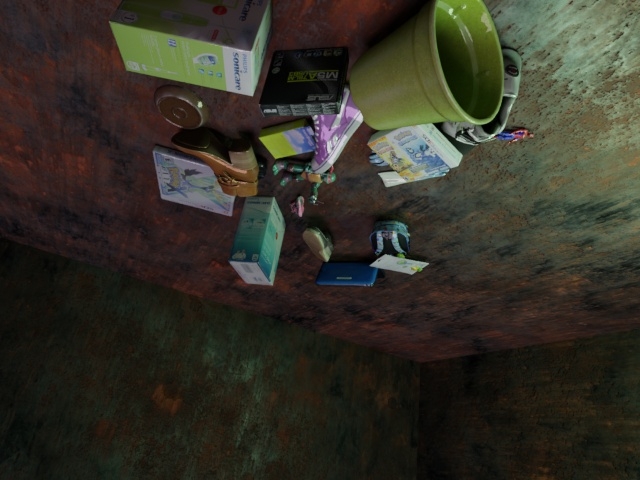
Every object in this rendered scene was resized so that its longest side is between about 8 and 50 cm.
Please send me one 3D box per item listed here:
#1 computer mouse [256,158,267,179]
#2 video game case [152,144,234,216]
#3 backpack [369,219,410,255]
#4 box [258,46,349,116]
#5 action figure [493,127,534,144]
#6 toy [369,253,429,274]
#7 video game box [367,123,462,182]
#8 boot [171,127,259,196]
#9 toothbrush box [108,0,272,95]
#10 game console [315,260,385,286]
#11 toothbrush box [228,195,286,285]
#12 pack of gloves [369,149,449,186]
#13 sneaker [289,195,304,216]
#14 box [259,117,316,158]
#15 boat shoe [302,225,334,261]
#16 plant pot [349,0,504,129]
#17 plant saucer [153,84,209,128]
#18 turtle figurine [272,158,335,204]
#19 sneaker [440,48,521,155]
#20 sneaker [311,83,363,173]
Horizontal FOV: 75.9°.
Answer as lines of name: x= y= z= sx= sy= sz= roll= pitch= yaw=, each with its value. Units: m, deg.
computer mouse: x=-0.255 y=-0.229 z=1.483 sx=0.071 sy=0.041 sz=0.242 roll=9 pitch=156 yaw=-28
video game case: x=-0.476 y=-0.216 z=1.583 sx=0.299 sy=0.036 sz=0.329 roll=14 pitch=152 yaw=-9
backpack: x=0.272 y=-0.022 z=1.619 sx=0.158 sy=0.117 sz=0.173 roll=0 pitch=152 yaw=18
box: x=-0.036 y=-0.377 z=0.974 sx=0.190 sy=0.184 sz=0.045 roll=3 pitch=151 yaw=14
action figure: x=0.525 y=-0.289 z=1.131 sx=0.115 sy=0.030 sz=0.038 roll=-1 pitch=146 yaw=16
toy: x=0.359 y=0.094 z=1.880 sx=0.237 sy=0.056 sz=0.137 roll=15 pitch=149 yaw=-20
video game box: x=0.264 y=-0.259 z=1.169 sx=0.187 sy=0.048 sz=0.205 roll=40 pitch=156 yaw=-20
boot: x=-0.339 y=-0.252 z=1.365 sx=0.282 sy=0.109 sz=0.220 roll=8 pitch=146 yaw=4
toothbrush box: x=-0.260 y=-0.452 z=0.882 sx=0.282 sy=0.207 sz=0.122 roll=12 pitch=152 yaw=-3
game console: x=0.153 y=0.194 z=2.024 sx=0.292 sy=0.250 sz=0.174 roll=-2 pitch=124 yaw=20
toothbrush box: x=-0.243 y=0.001 z=1.640 sx=0.126 sy=0.296 sz=0.216 roll=2 pitch=151 yaw=11
pack of gloves: x=0.278 y=-0.233 z=1.297 sx=0.231 sy=0.046 sz=0.195 roll=-9 pitch=148 yaw=31
sneaker: x=-0.095 y=-0.137 z=1.609 sx=0.057 sy=0.047 sz=0.119 roll=19 pitch=152 yaw=8
box: x=-0.087 y=-0.313 z=1.265 sx=0.178 sy=0.043 sz=0.109 roll=-6 pitch=150 yaw=25
boat shoe: x=0.000 y=0.000 z=1.779 sx=0.102 sy=0.092 sz=0.285 roll=26 pitch=163 yaw=24
plant pot: x=0.212 y=-0.356 z=0.888 sx=0.276 sy=0.277 sz=0.253 roll=32 pitch=156 yaw=-36
plant saucer: x=-0.422 y=-0.393 z=1.239 sx=0.168 sy=0.029 sz=0.169 roll=9 pitch=152 yaw=4
turtle figurine: x=-0.037 y=-0.210 z=1.368 sx=0.233 sy=0.118 sz=0.175 roll=15 pitch=141 yaw=25
sneaker: x=0.390 y=-0.297 z=1.036 sx=0.122 sy=0.147 sz=0.331 roll=8 pitch=154 yaw=0
sneaker: x=0.006 y=-0.322 z=1.151 sx=0.160 sy=0.102 sz=0.282 roll=22 pitch=133 yaw=-16
